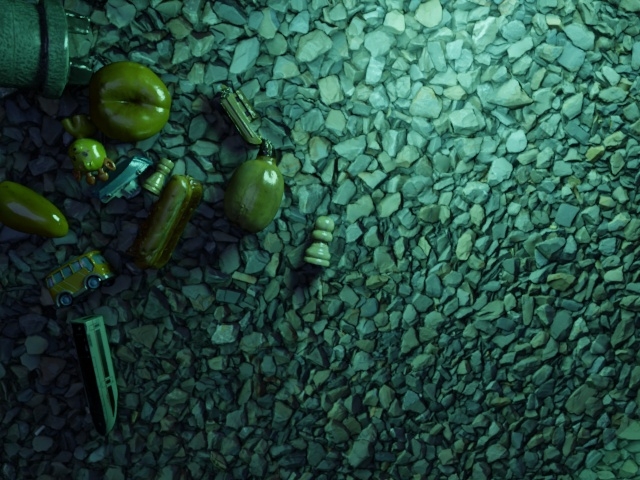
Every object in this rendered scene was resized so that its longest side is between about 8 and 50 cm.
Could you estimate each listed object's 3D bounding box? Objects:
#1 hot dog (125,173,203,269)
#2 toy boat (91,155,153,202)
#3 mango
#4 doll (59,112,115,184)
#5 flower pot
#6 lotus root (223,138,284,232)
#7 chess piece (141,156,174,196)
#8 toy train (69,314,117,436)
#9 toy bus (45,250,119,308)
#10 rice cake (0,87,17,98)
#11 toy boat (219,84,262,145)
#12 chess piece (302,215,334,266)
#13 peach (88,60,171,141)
[{"bbox_3d":[-0.510,-0.065,1.570,0.117,0.158,0.349,30,97,9],"label":"hot dog"},{"bbox_3d":[-0.639,-0.193,1.581,0.215,0.088,0.102,-41,133,-1],"label":"toy boat"},{"bbox_3d":[-0.932,-0.086,1.540,0.253,0.113,0.139,34,88,-16],"label":"mango"},{"bbox_3d":[-0.739,-0.287,1.525,0.142,0.135,0.221,-17,95,6],"label":"doll"},{"bbox_3d":[-0.835,-0.577,1.409,0.282,0.299,0.300,-2,98,-37],"label":"flower pot"},{"bbox_3d":[-0.208,-0.176,1.578,0.182,0.183,0.310,20,93,-8],"label":"lotus root"},{"bbox_3d":[-0.533,-0.211,1.584,0.066,0.066,0.122,27,79,-8],"label":"chess piece"},{"bbox_3d":[-0.751,0.458,1.634,0.086,0.088,0.408,-3,99,29],"label":"toy train"},{"bbox_3d":[-0.783,0.122,1.576,0.209,0.126,0.136,-31,90,-1],"label":"toy bus"},{"bbox_3d":[-1.049,-0.553,1.503,0.127,0.043,0.237,-30,100,-3],"label":"rice cake"},{"bbox_3d":[-0.256,-0.413,1.592,0.088,0.068,0.226,-36,99,-9],"label":"toy boat"},{"bbox_3d":[0.000,0.000,1.660,0.094,0.094,0.171,11,92,-7],"label":"chess piece"},{"bbox_3d":[-0.597,-0.432,1.512,0.250,0.153,0.252,-2,101,-9],"label":"peach"}]
